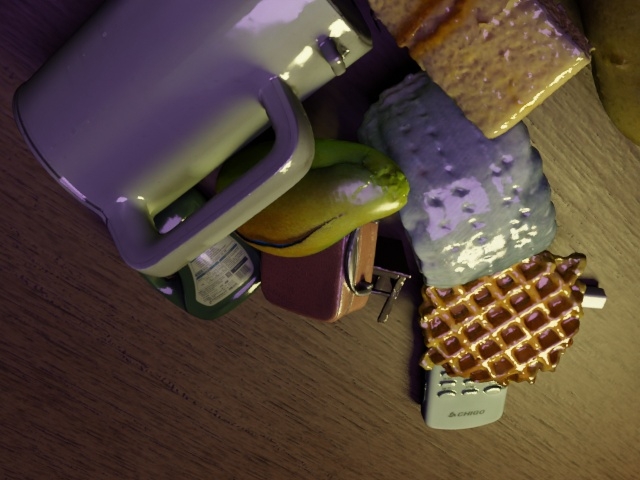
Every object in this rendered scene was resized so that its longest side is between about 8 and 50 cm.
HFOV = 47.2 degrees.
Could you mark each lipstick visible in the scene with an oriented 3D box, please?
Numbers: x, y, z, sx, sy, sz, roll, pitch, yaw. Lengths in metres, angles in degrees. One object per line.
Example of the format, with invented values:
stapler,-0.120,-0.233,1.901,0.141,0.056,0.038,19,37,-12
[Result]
lipstick,0.371,0.082,1.094,0.107,0.025,0.025,5,124,-6

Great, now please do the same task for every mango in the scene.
mango,-0.016,-0.045,0.774,0.232,0.111,0.125,2,133,32

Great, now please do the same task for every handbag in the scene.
handbag,0.000,0.000,0.892,0.072,0.151,0.193,-16,121,-49

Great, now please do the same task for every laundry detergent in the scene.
laundry detergent,-0.178,0.002,0.926,0.144,0.078,0.221,-38,122,14

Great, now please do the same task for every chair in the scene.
chair,0.074,-0.002,0.959,0.101,0.084,0.213,14,121,-13

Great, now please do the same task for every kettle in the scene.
kettle,-0.112,-0.155,0.733,0.318,0.205,0.265,-35,94,16

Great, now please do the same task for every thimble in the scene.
thimble,0.150,-0.075,0.841,0.171,0.205,0.250,-21,104,5

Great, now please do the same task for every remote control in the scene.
remote control,0.225,0.178,1.122,0.140,0.056,0.296,-4,124,-4

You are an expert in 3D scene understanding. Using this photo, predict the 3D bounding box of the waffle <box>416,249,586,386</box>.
waffle,0.248,0.102,1.017,0.237,0.059,0.243,3,118,-7

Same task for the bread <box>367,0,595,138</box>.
bread,0.144,-0.244,0.702,0.178,0.142,0.266,-45,94,-4

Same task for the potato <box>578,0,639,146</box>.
potato,0.384,-0.250,0.745,0.269,0.219,0.359,11,131,8
